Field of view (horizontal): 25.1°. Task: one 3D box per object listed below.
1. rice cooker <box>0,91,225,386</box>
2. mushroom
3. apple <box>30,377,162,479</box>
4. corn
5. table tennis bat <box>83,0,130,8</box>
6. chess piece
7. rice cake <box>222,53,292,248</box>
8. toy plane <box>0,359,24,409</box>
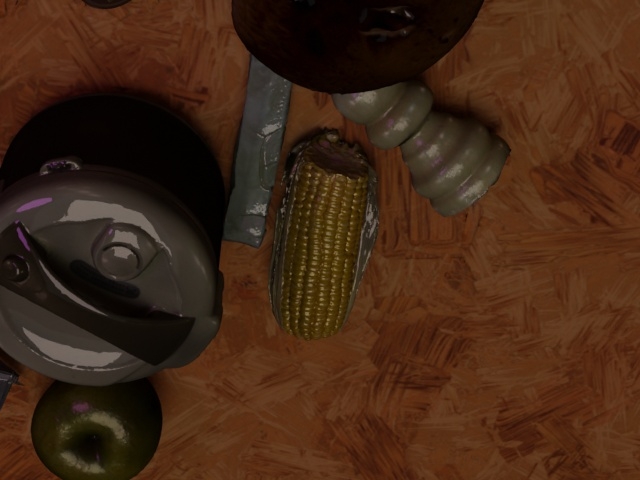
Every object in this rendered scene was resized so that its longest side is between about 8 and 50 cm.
[{"bbox_3d":[-0.282,0.007,1.865,0.335,0.325,0.335,-1,123,-1],"label":"rice cooker"},{"bbox_3d":[0.017,-0.344,1.722,0.334,0.356,0.331,-1,121,-53],"label":"mushroom"},{"bbox_3d":[-0.329,0.268,2.137,0.196,0.157,0.196,-1,123,-1],"label":"apple"},{"bbox_3d":[0.000,-0.002,2.001,0.123,0.122,0.305,31,126,31],"label":"corn"},{"bbox_3d":[-0.288,-0.385,1.799,0.107,0.119,0.170,-31,146,-11],"label":"table tennis bat"},{"bbox_3d":[0.120,-0.154,1.900,0.243,0.133,0.133,40,115,-16],"label":"chess piece"},{"bbox_3d":[-0.082,-0.134,1.936,0.066,0.063,0.336,11,124,0],"label":"rice cake"},{"bbox_3d":[-0.563,0.152,2.101,0.267,0.212,0.088,28,76,2],"label":"toy plane"}]
